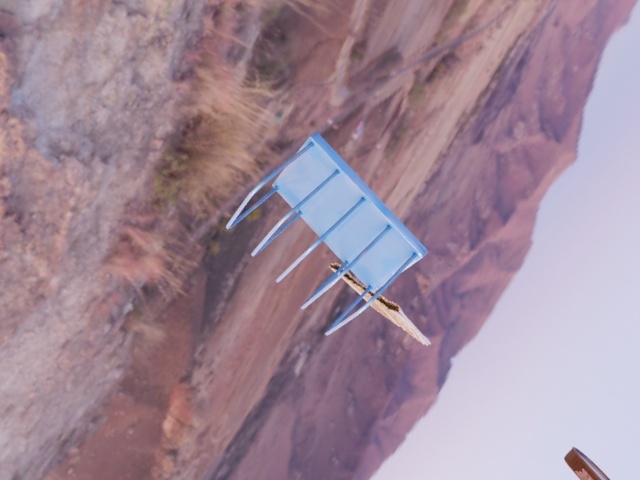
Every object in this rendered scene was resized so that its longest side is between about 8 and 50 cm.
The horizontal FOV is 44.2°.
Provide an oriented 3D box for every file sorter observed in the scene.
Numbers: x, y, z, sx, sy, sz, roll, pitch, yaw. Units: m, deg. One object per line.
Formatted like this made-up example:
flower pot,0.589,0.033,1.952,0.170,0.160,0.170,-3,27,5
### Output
file sorter,0.000,0.000,0.834,0.104,0.170,0.118,-43,180,-32

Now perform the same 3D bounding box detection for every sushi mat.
sushi mat,0.118,0.123,1.459,0.019,0.151,0.316,-52,156,-4

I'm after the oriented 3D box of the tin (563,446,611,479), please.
tin,0.560,0.489,1.572,0.040,0.106,0.190,-52,-149,10
